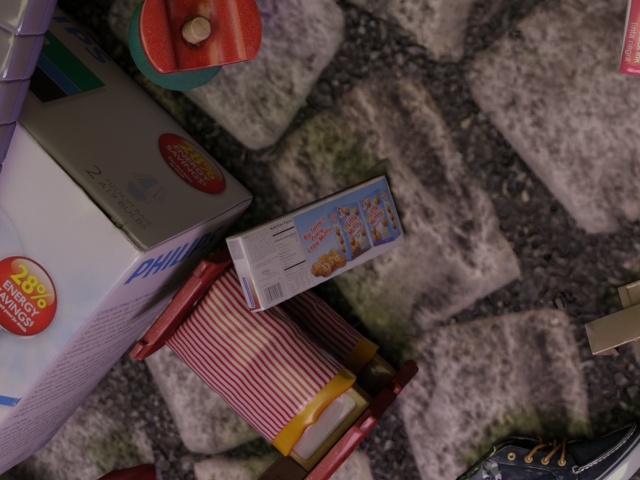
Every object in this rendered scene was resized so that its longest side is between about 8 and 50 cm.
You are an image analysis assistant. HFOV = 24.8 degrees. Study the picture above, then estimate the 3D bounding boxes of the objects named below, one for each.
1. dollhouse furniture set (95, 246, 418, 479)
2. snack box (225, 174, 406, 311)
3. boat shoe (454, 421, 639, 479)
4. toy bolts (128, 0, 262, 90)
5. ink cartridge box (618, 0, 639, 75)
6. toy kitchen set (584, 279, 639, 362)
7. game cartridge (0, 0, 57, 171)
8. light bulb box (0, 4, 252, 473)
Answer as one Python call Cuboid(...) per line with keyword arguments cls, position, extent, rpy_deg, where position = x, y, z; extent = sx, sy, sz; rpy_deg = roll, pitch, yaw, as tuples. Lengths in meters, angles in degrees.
Cuboid(cls="dollhouse furniture set", position=(-0.104, 0.196, 1.315), extent=(0.201, 0.152, 0.374), rpy_deg=(40, 112, 6))
Cuboid(cls="snack box", position=(0.000, 0.000, 1.222), extent=(0.022, 0.178, 0.064), rpy_deg=(-12, 99, 48))
Cuboid(cls="boat shoe", position=(0.200, 0.193, 1.254), extent=(0.183, 0.065, 0.083), rpy_deg=(-41, 89, 24))
Cuboid(cls="toy bolts", position=(-0.106, -0.243, 1.249), extent=(0.218, 0.158, 0.229), rpy_deg=(-5, 92, -20))
Cuboid(cls="ink cartridge box", position=(0.341, -0.155, 1.070), extent=(0.217, 0.158, 0.092), rpy_deg=(10, 104, 17))
Cuboid(cls="toy kitchen set", position=(0.269, 0.089, 1.224), extent=(0.068, 0.075, 0.083), rpy_deg=(-22, 55, 20))
Cuboid(cls="game cartridge", position=(-0.388, -0.169, 1.140), extent=(0.355, 0.068, 0.230), rpy_deg=(27, 105, 12))
Cuboid(cls="light bulb box", position=(-0.326, -0.014, 1.303), extent=(0.358, 0.225, 0.361), rpy_deg=(44, 113, 6))
